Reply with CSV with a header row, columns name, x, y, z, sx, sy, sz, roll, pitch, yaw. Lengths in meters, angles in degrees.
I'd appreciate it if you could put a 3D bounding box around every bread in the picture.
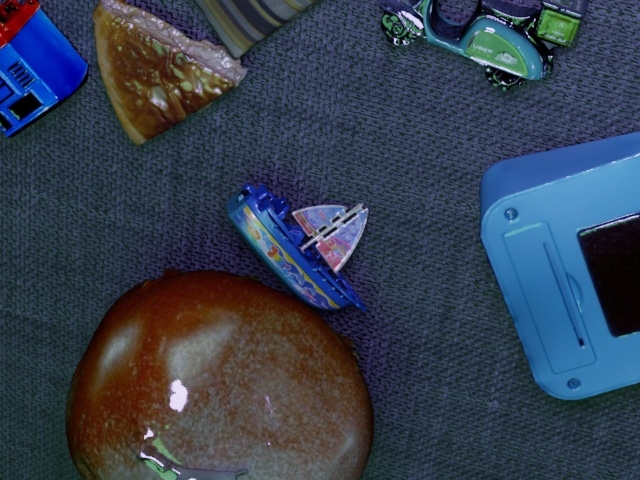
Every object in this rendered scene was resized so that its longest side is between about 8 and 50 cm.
name,x,y,z,sx,sy,sz,roll,pitch,yaw
bread,-0.154,-0.146,1.689,0.154,0.054,0.136,28,126,7

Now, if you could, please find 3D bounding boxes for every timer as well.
name,x,y,z,sx,sy,sz,roll,pitch,yaw
timer,0.289,0.012,1.642,0.250,0.091,0.231,-15,116,15

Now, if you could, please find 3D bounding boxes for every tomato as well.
name,x,y,z,sx,sy,sz,roll,pitch,yaw
tomato,-0.108,0.180,1.748,0.304,0.239,0.303,15,147,10

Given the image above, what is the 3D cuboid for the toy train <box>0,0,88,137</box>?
name,x,y,z,sx,sy,sz,roll,pitch,yaw
toy train,-0.338,-0.150,1.734,0.204,0.082,0.131,-29,111,33

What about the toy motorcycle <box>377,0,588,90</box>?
name,x,y,z,sx,sy,sz,roll,pitch,yaw
toy motorcycle,0.136,-0.194,1.552,0.173,0.058,0.100,21,120,4

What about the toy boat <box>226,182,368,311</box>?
name,x,y,z,sx,sy,sz,roll,pitch,yaw
toy boat,0.000,0.000,1.724,0.110,0.091,0.175,-38,110,6

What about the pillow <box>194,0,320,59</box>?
name,x,y,z,sx,sy,sz,roll,pitch,yaw
pillow,-0.062,-0.287,1.561,0.212,0.052,0.208,-29,106,31
